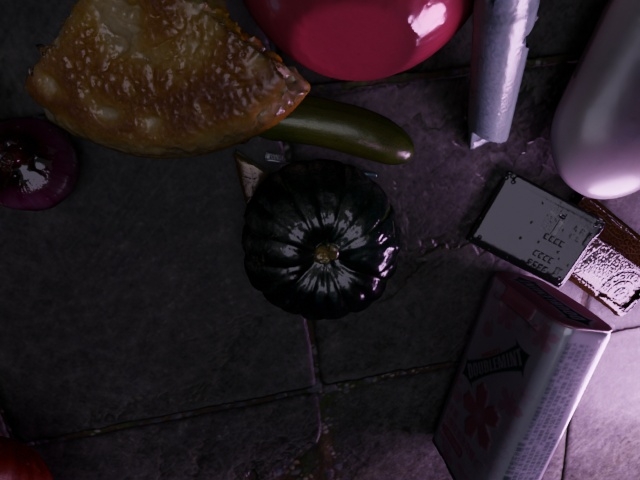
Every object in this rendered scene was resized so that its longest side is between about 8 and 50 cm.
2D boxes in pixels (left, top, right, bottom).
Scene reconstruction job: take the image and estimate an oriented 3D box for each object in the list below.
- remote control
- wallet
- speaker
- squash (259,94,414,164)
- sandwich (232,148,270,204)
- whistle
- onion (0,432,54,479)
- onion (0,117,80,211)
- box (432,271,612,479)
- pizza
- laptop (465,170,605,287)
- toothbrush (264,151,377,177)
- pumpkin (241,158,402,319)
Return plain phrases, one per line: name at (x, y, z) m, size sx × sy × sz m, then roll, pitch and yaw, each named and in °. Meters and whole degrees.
remote control at (0.453, -0.218, 0.625) m, size 0.221 × 0.103 × 0.332 m, roll 14°, pitch 107°, yaw -21°
wallet at (0.484, 0.029, 0.759) m, size 0.243 × 0.039 × 0.133 m, roll 31°, pitch 104°, yaw -19°
speaker at (0.047, -0.335, 0.474) m, size 0.294 × 0.294 × 0.294 m, roll -3°, pitch 111°, yaw -9°
squash at (0.011, -0.152, 0.594) m, size 0.258 × 0.069 × 0.069 m, roll 9°, pitch 108°, yaw -14°
sandwich at (-0.092, -0.087, 0.619) m, size 0.044 × 0.031 × 0.083 m, roll -11°, pitch 111°, yaw -3°
whistle at (0.207, -0.195, 0.524) m, size 0.062 × 0.312 × 0.062 m, roll -5°, pitch 72°, yaw 15°
onion at (-0.516, 0.392, 0.618) m, size 0.276 × 0.276 × 0.276 m, roll -3°, pitch 111°, yaw -9°
onion at (-0.354, -0.093, 0.533) m, size 0.115 × 0.104 × 0.115 m, roll 0°, pitch 93°, yaw 0°
box at (0.311, 0.256, 0.735) m, size 0.112 × 0.190 × 0.370 m, roll 8°, pitch 110°, yaw -12°
pizza at (-0.181, -0.208, 0.511) m, size 0.335 × 0.086 × 0.226 m, roll -1°, pitch 110°, yaw 7°
laptop at (0.341, -0.016, 0.707) m, size 0.180 × 0.016 × 0.129 m, roll 26°, pitch 104°, yaw -1°
toothbrush at (0.003, -0.108, 0.638) m, size 0.167 × 0.011 × 0.014 m, roll 7°, pitch 103°, yaw -12°
pumpkin at (0.000, 0.000, 0.598) m, size 0.220 × 0.162 × 0.220 m, roll -1°, pitch 102°, yaw -4°
